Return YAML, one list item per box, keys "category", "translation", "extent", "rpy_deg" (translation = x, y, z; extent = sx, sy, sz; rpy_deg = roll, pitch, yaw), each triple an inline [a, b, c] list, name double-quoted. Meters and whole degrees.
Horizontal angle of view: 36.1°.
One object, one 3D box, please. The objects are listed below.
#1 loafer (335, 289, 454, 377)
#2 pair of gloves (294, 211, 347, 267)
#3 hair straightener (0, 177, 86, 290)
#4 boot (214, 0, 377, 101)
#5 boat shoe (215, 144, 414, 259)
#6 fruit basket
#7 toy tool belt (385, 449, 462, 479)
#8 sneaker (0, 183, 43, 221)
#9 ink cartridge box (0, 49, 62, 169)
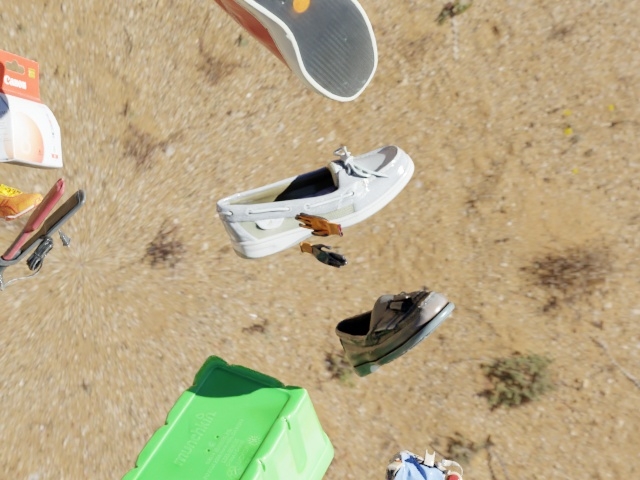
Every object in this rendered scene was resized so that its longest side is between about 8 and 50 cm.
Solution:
- category: "loafer"
  translation: [0.085, 0.115, 1.315]
  extent: [0.096, 0.267, 0.084]
  rpy_deg: [-39, 86, -28]
- category: "pair of gloves"
  translation: [0.000, 0.000, 1.275]
  extent: [0.010, 0.074, 0.083]
  rpy_deg: [-49, 143, -35]
- category: "hair straightener"
  translation: [-0.455, 0.003, 1.626]
  extent: [0.089, 0.047, 0.230]
  rpy_deg: [28, 109, -36]
- category: "boot"
  translation: [-0.060, -0.234, 0.945]
  extent: [0.088, 0.176, 0.244]
  rpy_deg: [-54, 136, -3]
- category: "boat shoe"
  translation: [-0.006, -0.077, 1.564]
  extent: [0.320, 0.118, 0.103]
  rpy_deg: [-22, 121, 3]
- category: "fruit basket"
  translation: [-0.137, 0.415, 1.469]
  extent: [0.283, 0.392, 0.392]
  rpy_deg: [18, 84, 17]
- category: "toy tool belt"
  translation: [0.110, 0.246, 1.031]
  extent: [0.083, 0.051, 0.052]
  rpy_deg: [11, 77, 4]
- category: "sneaker"
  translation: [-0.591, -0.074, 1.839]
  extent: [0.064, 0.175, 0.067]
  rpy_deg: [-45, 123, -52]
- category: "ink cartridge box"
  translation: [-0.465, -0.207, 1.559]
  extent: [0.045, 0.145, 0.179]
  rpy_deg: [-1, 89, 15]
